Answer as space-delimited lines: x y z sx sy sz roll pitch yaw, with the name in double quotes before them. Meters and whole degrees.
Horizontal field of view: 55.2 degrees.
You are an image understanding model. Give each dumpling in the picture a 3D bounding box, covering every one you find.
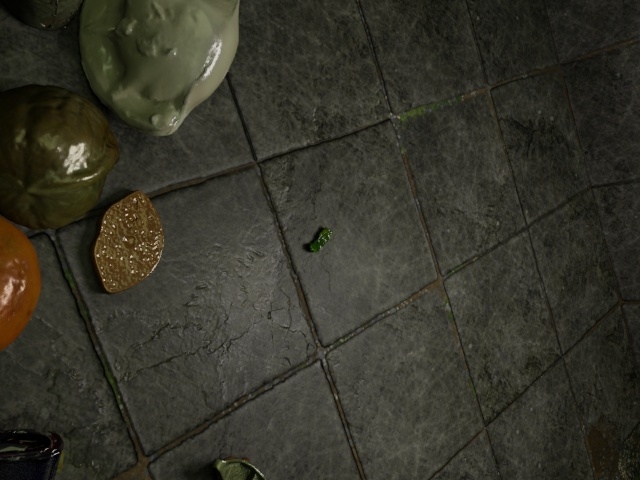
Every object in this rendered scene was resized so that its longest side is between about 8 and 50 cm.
"dumpling" -0.335 -0.415 1.257 0.315 0.233 0.395 19 86 -3

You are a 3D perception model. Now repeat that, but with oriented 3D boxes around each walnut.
"walnut" -0.479 -0.149 1.048 0.282 0.282 0.228 -28 132 -37

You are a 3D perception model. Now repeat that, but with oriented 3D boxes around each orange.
"orange" -0.578 0.069 0.957 0.261 0.261 0.261 5 82 -38

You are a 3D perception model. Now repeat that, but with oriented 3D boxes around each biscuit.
"biscuit" -0.388 0.004 1.242 0.141 0.029 0.221 18 74 -35

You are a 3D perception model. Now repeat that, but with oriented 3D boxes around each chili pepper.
"chili pepper" -0.001 0.001 1.554 0.030 0.034 0.091 38 59 9

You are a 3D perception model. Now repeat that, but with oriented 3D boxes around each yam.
"yam" -0.477 -0.493 1.065 0.167 0.304 0.168 3 83 -28

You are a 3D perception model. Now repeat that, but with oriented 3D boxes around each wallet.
"wallet" -0.570 0.408 0.981 0.262 0.071 0.221 8 116 -35

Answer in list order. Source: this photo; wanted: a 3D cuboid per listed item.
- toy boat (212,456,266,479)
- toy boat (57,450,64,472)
"toy boat" -0.174 0.518 1.331 0.185 0.071 0.089 42 62 -27
"toy boat" -0.535 0.378 1.067 0.172 0.066 0.065 18 31 -33
